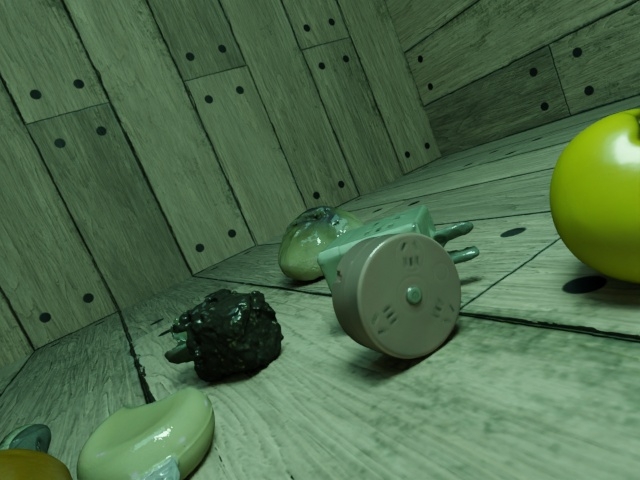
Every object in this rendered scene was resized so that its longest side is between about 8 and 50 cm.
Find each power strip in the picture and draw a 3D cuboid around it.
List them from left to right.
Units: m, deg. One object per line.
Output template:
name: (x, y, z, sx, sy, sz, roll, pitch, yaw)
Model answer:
power strip: (0.097, 0.067, 0.540, 0.154, 0.154, 0.078, -27, 6, -23)
power strip: (0.133, 0.034, 0.680, 0.224, 0.139, 0.140, -19, 8, 25)

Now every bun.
bun: (-0.005, 0.001, 1.185, 0.272, 0.168, 0.273, -21, 16, 6)

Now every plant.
plant: (-0.168, 0.157, 0.739, 0.203, 0.131, 0.142, -20, 12, 31)

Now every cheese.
cheese: (-0.200, 0.247, 0.468, 0.163, 0.071, 0.249, -23, 9, -3)

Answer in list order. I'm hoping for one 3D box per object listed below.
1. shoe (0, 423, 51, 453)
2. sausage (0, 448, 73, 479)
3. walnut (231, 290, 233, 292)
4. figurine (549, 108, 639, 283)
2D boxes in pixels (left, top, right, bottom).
shoe: (-0.414, 0.321, 0.604, 0.077, 0.074, 0.194, -12, 10, -5)
sausage: (-0.248, 0.257, 0.343, 0.354, 0.134, 0.116, -13, 45, 52)
walnut: (-0.221, 0.163, 1.036, 0.078, 0.083, 0.096, 6, 10, 5)
figurine: (0.425, -0.064, 0.440, 0.343, 0.187, 0.215, -11, 25, 27)
